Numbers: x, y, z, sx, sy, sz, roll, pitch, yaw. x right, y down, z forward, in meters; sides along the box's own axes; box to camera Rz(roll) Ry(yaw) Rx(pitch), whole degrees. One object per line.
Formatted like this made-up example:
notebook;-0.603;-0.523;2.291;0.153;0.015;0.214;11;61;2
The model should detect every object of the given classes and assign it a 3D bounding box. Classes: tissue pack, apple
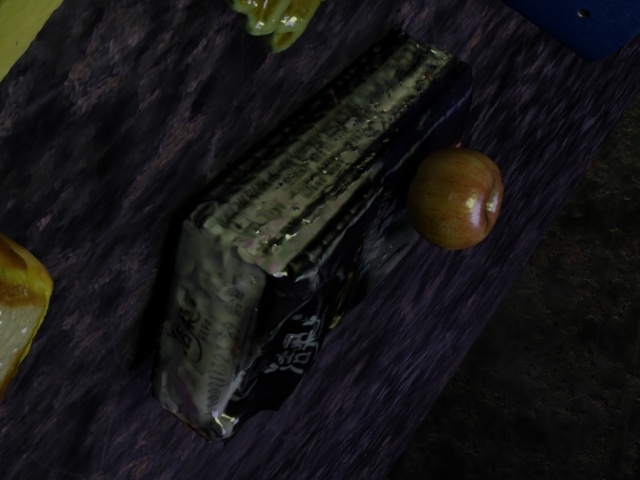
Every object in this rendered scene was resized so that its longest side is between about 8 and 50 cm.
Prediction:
tissue pack;0.000;0.000;1.342;0.332;0.123;0.245;-44;158;-41
apple;0.106;-0.034;1.281;0.084;0.071;0.084;-50;149;-46

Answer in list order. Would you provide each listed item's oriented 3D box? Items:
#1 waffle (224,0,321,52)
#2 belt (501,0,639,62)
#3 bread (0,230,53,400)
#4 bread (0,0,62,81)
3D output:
waffle;0.006;-0.224;0.954;0.208;0.054;0.214;-50;161;-6
belt;0.306;-0.309;1.455;0.347;0.117;0.212;-46;-167;49
bread;-0.220;0.055;0.733;0.181;0.096;0.222;-60;164;6
bread;-0.172;-0.076;0.512;0.361;0.138;0.077;-52;169;-8
